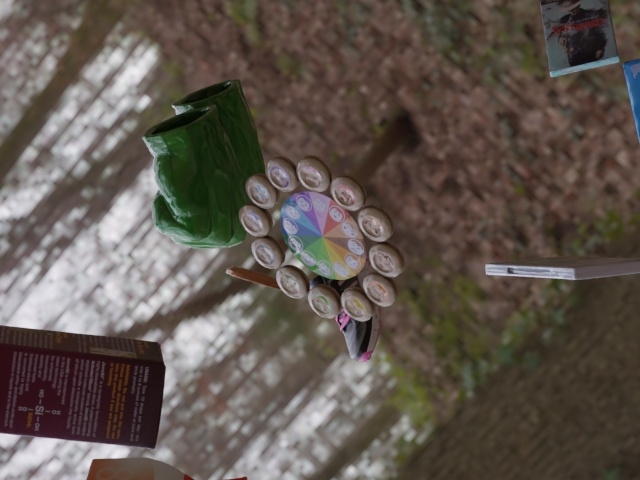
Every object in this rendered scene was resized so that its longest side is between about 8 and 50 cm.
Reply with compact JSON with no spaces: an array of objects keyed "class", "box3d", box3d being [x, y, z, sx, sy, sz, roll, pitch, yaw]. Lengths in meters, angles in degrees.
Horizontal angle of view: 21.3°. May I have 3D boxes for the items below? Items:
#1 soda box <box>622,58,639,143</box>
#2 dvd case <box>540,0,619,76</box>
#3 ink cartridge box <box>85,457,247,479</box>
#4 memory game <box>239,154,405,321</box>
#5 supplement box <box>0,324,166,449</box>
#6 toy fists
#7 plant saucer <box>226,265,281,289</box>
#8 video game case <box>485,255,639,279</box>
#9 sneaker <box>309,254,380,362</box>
[{"class":"soda box","box3d":[0.411,-0.111,1.949,0.071,0.067,0.210,-8,-94,-54]},{"class":"dvd case","box3d":[0.322,-0.261,2.119,0.013,0.087,0.119,61,-158,-51]},{"class":"ink cartridge box","box3d":[-0.179,0.297,1.883,0.145,0.179,0.045,-82,-15,-59]},{"class":"memory game","box3d":[0.000,0.000,1.625,0.186,0.186,0.012,43,-132,5]},{"class":"supplement box","box3d":[-0.237,0.127,1.512,0.188,0.081,0.104,7,-174,-10]},{"class":"toy fists","box3d":[-0.120,-0.073,1.793,0.279,0.096,0.142,-69,-39,-74]},{"class":"plant saucer","box3d":[-0.089,0.051,2.349,0.083,0.013,0.083,18,-179,0]},{"class":"video game case","box3d":[0.208,0.022,1.417,0.087,0.011,0.122,-5,-176,-30]},{"class":"sneaker","box3d":[0.023,0.069,2.019,0.075,0.063,0.170,3,-123,-21]}]
